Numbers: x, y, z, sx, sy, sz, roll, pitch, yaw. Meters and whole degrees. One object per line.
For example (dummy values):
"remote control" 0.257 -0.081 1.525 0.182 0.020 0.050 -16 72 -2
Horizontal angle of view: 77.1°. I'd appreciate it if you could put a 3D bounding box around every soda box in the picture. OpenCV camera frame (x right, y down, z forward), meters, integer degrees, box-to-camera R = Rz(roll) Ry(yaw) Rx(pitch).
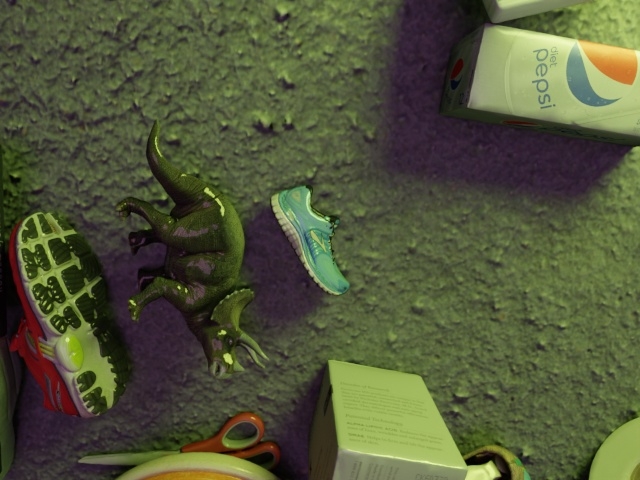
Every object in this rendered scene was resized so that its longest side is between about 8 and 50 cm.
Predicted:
"soda box" 0.302 -0.178 0.485 0.286 0.098 0.091 8 102 -4

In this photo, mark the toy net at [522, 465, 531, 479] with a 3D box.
"toy net" 0.294 0.481 0.664 0.122 0.045 0.232 26 102 -10

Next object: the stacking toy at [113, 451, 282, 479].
"stacking toy" -0.175 0.525 0.415 0.350 0.480 0.351 0 108 -1

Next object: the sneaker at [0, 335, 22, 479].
"sneaker" -0.473 0.234 0.534 0.091 0.094 0.258 15 107 -9

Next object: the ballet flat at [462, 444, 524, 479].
"ballet flat" 0.157 0.397 0.598 0.316 0.107 0.106 -32 145 -3

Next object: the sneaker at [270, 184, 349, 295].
"sneaker" 0.000 0.000 0.529 0.073 0.063 0.162 -30 103 1

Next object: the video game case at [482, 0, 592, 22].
"video game case" 0.265 -0.349 0.435 0.226 0.026 0.206 -13 75 0

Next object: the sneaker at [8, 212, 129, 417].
"sneaker" -0.352 0.106 0.518 0.118 0.107 0.279 -8 99 13

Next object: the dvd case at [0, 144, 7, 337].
"dvd case" -0.466 -0.009 0.492 0.179 0.029 0.239 11 103 13

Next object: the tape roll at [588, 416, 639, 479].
"tape roll" 0.543 0.392 0.552 0.169 0.246 0.246 38 98 -11

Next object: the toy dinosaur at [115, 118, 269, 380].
"toy dinosaur" -0.160 0.014 0.513 0.160 0.121 0.314 -4 99 -14

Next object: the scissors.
"scissors" -0.212 0.341 0.615 0.297 0.021 0.109 -15 105 -1

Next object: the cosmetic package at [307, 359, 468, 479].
"cosmetic package" 0.071 0.281 0.533 0.151 0.184 0.151 12 102 -6
